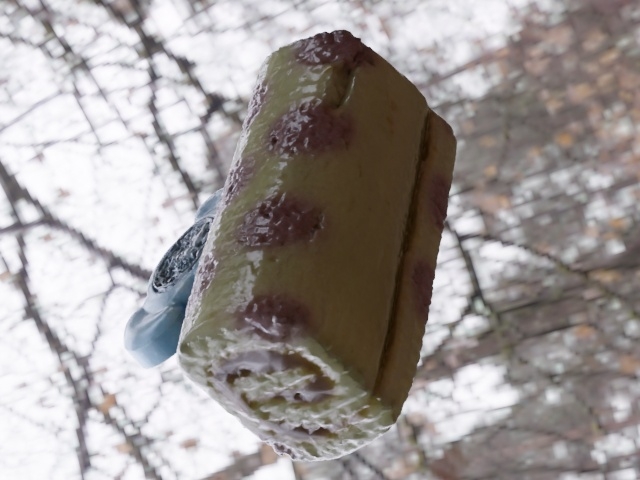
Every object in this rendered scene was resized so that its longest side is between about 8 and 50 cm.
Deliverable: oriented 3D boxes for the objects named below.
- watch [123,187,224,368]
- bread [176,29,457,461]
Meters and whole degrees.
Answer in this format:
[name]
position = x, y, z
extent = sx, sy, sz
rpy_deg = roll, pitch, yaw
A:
[watch]
position = -0.060, 0.069, 1.566
extent = 0.193, 0.211, 0.211
rpy_deg = 41, -128, -23
[bread]
position = 0.000, 0.000, 1.350
extent = 0.187, 0.155, 0.338
rpy_deg = 44, -140, -32
